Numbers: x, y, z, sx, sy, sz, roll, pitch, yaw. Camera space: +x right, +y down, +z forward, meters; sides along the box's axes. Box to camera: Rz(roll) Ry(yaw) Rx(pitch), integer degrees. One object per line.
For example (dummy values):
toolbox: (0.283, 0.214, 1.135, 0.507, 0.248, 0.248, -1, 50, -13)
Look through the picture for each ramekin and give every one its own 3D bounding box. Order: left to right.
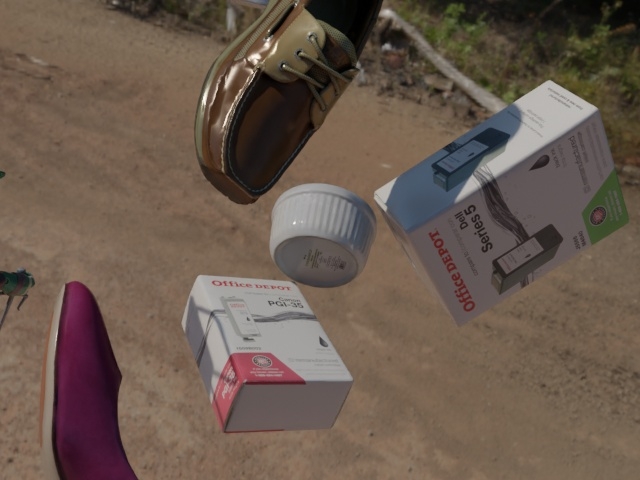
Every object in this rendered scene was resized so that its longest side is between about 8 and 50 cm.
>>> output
ramekin: (0.000, 0.000, 1.326, 0.207, 0.207, 0.109, 13, 52, -1)

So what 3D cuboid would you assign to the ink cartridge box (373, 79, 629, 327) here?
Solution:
ink cartridge box: (0.237, -0.043, 0.913, 0.272, 0.198, 0.115, -33, 36, 2)

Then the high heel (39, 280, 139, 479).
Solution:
high heel: (-0.159, 0.221, 0.645, 0.181, 0.127, 0.378, -2, 78, -24)

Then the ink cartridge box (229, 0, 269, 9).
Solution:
ink cartridge box: (-0.096, -0.651, 1.688, 0.232, 0.189, 0.066, 14, 6, 7)

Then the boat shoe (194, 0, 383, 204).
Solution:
boat shoe: (-0.022, -0.189, 0.732, 0.119, 0.122, 0.324, -6, 53, 46)

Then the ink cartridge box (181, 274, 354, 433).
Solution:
ink cartridge box: (-0.101, 0.187, 1.206, 0.207, 0.117, 0.283, 6, 30, -30)

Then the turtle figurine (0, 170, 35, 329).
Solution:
turtle figurine: (-0.400, 0.041, 0.752, 0.175, 0.234, 0.118, -2, 0, -25)
